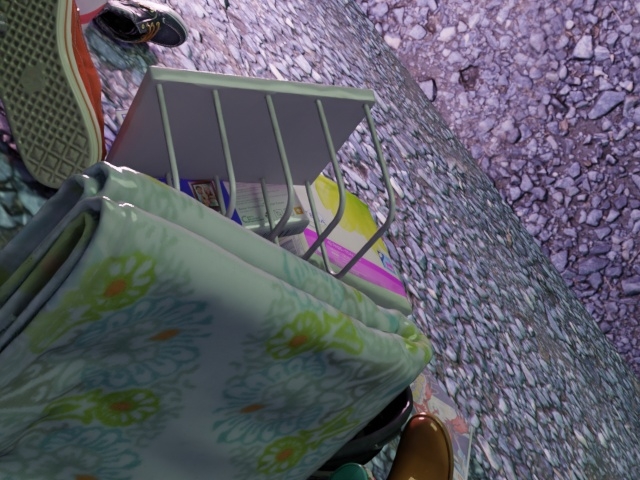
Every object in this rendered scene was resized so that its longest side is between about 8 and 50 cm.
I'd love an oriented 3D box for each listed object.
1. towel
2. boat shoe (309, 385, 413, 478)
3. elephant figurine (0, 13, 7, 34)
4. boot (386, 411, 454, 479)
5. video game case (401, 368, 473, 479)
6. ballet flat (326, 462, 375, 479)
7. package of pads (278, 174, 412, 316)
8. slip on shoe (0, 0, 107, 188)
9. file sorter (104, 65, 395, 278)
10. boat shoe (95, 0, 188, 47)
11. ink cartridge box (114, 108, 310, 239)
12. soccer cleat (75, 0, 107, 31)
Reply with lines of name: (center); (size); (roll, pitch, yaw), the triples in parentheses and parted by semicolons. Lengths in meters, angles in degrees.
towel: (-0.127, 0.128, 0.738); (0.374, 0.320, 0.090); (30, 25, -47)
boat shoe: (-0.059, 0.167, 1.067); (0.500, 0.156, 0.187); (19, 42, -56)
elephant figurine: (-0.432, -0.300, 1.021); (0.239, 0.169, 0.186); (-123, -164, -58)
boot: (0.084, 0.300, 1.147); (0.073, 0.197, 0.152); (14, 9, 28)
video game case: (0.173, 0.278, 1.584); (0.183, 0.023, 0.201); (51, 20, -8)
ballet flat: (0.018, 0.345, 1.027); (0.077, 0.091, 0.241); (58, 34, -35)
package of pads: (0.000, 0.000, 1.537); (0.296, 0.101, 0.229); (29, 32, -50)
slip on shoe: (-0.309, -0.220, 1.114); (0.101, 0.123, 0.331); (-59, 134, -84)
file sorter: (-0.082, -0.064, 1.170); (0.277, 0.193, 0.173); (2, 60, -27)
boat shoe: (-0.270, -0.321, 1.521); (0.183, 0.065, 0.083); (24, 37, -42)
ink cartridge box: (-0.143, -0.087, 1.309); (0.206, 0.045, 0.208); (-11, 65, -34)
soccer cleat: (-0.366, -0.331, 1.230); (0.109, 0.116, 0.318); (53, 19, 13)
